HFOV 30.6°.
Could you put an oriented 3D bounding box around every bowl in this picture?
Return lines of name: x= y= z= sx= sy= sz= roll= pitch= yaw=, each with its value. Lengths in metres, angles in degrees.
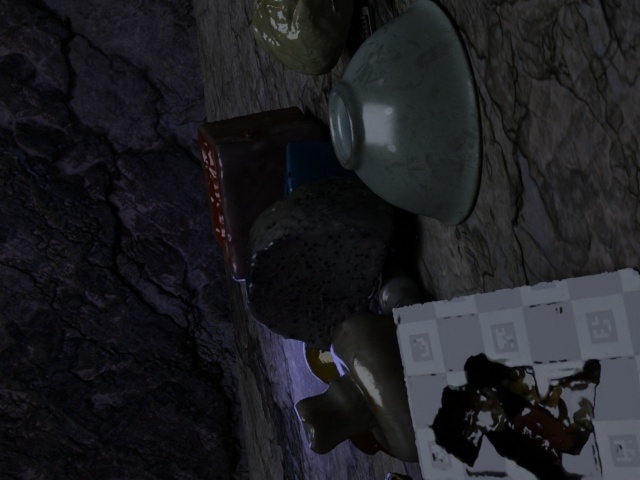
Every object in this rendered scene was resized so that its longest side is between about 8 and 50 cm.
bowl: x=0.094 y=-0.162 z=1.590 sx=0.313 sy=0.146 sz=0.313 roll=170 pitch=90 yaw=-78

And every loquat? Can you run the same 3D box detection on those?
loquat: x=0.043 y=0.185 z=2.061 sx=0.195 sy=0.152 sz=0.152 roll=-129 pitch=32 yaw=-59

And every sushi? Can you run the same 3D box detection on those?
sushi: x=0.246 y=0.224 z=1.257 sx=0.343 sy=0.064 sz=0.359 roll=-13 pitch=85 yaw=48

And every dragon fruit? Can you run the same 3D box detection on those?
dragon fruit: x=-0.010 y=0.012 z=1.881 sx=0.204 sy=0.221 sz=0.283 roll=-94 pitch=14 yaw=-49

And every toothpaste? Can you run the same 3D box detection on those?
toothpaste: x=0.116 y=0.075 z=1.884 sx=0.282 sy=0.068 sz=0.099 roll=-123 pitch=53 yaw=-75

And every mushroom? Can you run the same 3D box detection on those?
mushroom: x=0.071 y=0.240 z=1.761 sx=0.243 sy=0.243 sz=0.243 roll=170 pitch=90 yaw=-78

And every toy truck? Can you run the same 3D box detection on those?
toy truck: x=0.000 y=0.000 z=2.132 sx=0.385 sy=0.161 sz=0.162 roll=93 pitch=174 yaw=-47

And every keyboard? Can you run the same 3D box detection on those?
keyboard: x=0.057 y=-0.354 z=1.900 sx=0.166 sy=0.017 sz=0.055 roll=-147 pitch=48 yaw=-73

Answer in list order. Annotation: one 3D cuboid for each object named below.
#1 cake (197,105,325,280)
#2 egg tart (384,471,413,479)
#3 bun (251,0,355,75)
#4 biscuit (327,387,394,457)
cake: x=-0.107 y=-0.095 z=2.341 sx=0.237 sy=0.230 sz=0.309 roll=-122 pitch=26 yaw=-64
egg tart: x=0.165 y=0.497 z=1.831 sx=0.288 sy=0.118 sz=0.288 roll=170 pitch=90 yaw=-76
bun: x=-0.036 y=-0.379 z=1.923 sx=0.244 sy=0.153 sz=0.244 roll=180 pitch=90 yaw=-76
biscuit: x=0.088 y=0.310 z=2.024 sx=0.180 sy=0.039 sz=0.236 roll=41 pitch=154 yaw=-4
